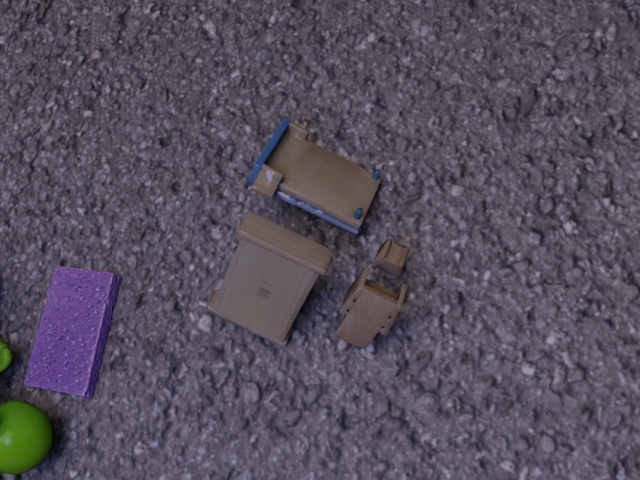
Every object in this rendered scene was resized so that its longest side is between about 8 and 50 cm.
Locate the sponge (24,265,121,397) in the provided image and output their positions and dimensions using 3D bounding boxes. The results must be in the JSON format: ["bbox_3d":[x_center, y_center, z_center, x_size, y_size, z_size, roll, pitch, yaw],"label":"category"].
[{"bbox_3d":[-0.414,0.150,1.388,0.117,0.031,0.210,5,73,15],"label":"sponge"}]

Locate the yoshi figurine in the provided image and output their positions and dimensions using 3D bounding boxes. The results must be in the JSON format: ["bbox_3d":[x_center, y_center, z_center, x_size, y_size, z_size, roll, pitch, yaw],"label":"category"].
[{"bbox_3d":[-0.534,0.228,1.273,0.203,0.203,0.362,-12,107,46],"label":"yoshi figurine"}]

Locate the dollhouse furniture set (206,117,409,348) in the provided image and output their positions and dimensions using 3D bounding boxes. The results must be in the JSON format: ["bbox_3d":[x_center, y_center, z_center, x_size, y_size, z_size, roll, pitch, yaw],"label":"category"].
[{"bbox_3d":[0.000,0.000,1.331,0.286,0.198,0.303,26,45,-2],"label":"dollhouse furniture set"}]
